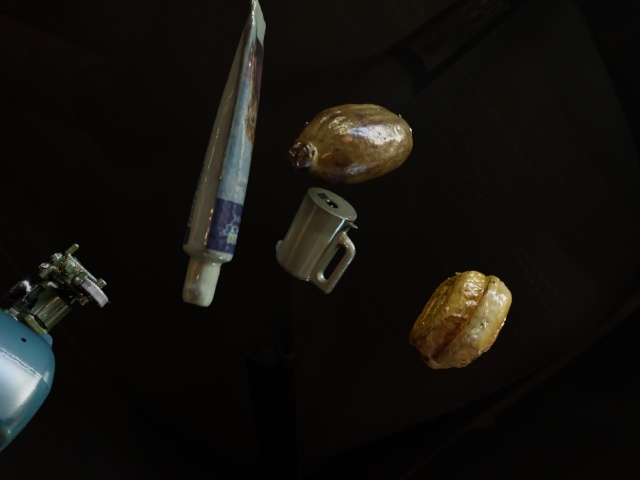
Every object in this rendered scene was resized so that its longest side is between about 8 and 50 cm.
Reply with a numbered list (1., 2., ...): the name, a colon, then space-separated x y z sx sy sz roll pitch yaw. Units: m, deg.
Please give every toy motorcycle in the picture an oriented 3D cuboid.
1. toy motorcycle: -0.567 0.118 1.374 0.205 0.275 0.127 -46 118 -26

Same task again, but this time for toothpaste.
1. toothpaste: -0.066 -0.060 0.473 0.037 0.062 0.216 12 88 -1

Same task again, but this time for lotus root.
1. lotus root: 0.048 -0.159 1.111 0.260 0.145 0.129 -22 126 -38

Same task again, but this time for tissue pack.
1. tissue pack: -0.600 0.208 1.106 0.287 0.206 0.198 36 126 -14

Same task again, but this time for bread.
1. bread: 0.272 0.156 1.288 0.120 0.236 0.198 36 71 -1

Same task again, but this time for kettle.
1. kettle: -0.001 -0.003 1.191 0.126 0.098 0.148 27 113 -7
